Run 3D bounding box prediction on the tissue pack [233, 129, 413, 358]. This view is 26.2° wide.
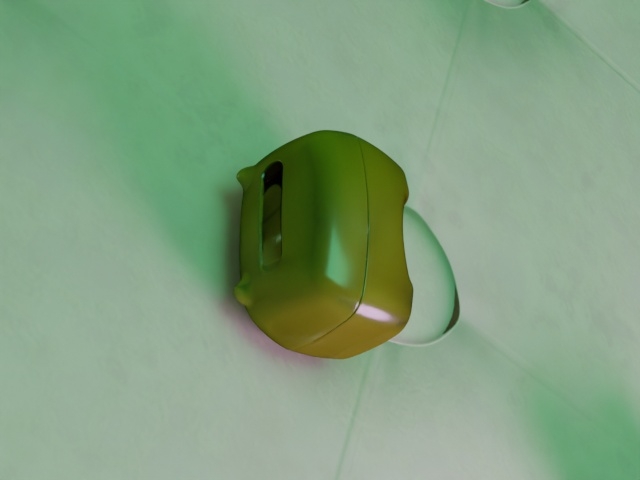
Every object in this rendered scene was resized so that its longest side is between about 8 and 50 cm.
[{"bbox_3d":[0.000,0.000,1.129,0.127,0.123,0.178,23,53,-36],"label":"tissue pack"}]
